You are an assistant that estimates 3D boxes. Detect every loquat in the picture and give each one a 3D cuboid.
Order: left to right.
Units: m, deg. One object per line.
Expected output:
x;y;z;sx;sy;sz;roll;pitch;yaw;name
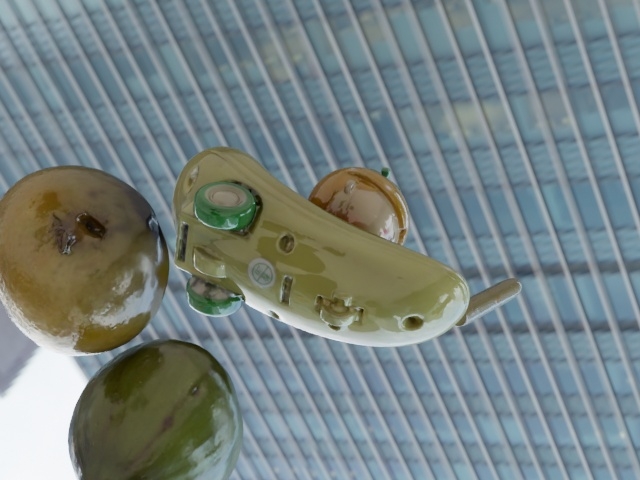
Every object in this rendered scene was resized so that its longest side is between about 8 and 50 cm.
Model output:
-0.188;0.015;1.092;0.137;0.163;0.163;-45;-143;-20;loquat

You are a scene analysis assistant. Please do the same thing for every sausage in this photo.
0.170;0.062;1.443;0.024;0.024;0.132;-1;-168;34;sausage

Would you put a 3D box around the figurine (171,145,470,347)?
0.000;0.000;1.379;0.324;0.124;0.222;22;-147;20;figurine

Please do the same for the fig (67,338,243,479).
-0.146;0.167;1.114;0.186;0.148;0.142;-32;-178;-39;fig
